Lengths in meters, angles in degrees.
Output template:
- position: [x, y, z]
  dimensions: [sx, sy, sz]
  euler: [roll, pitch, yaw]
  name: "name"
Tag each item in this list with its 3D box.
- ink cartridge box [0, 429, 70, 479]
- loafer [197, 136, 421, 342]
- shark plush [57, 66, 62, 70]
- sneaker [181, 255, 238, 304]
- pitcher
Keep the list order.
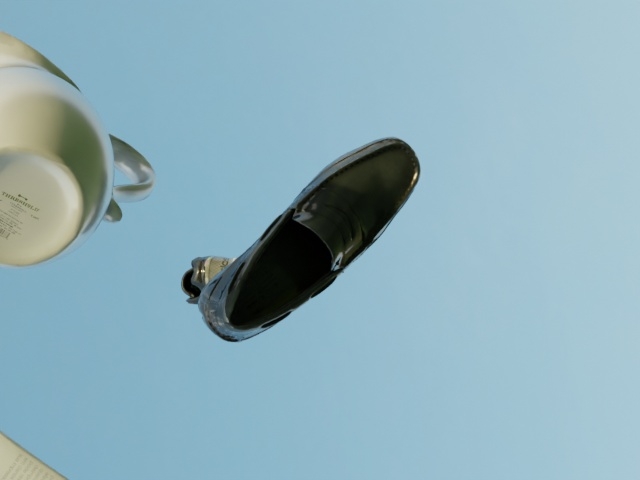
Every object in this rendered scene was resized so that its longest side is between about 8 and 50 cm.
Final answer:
- position: [-0.109, 0.200, 0.807]
  dimensions: [0.224, 0.223, 0.045]
  euler: [33, -105, 2]
  name: "ink cartridge box"
- position: [0.000, 0.000, 1.052]
  dimensions: [0.223, 0.078, 0.076]
  euler: [-42, -78, -13]
  name: "loafer"
- position: [-0.280, -0.113, 1.379]
  dimensions: [0.161, 0.067, 0.073]
  euler: [51, -140, 10]
  name: "shark plush"
- position: [-0.126, 0.053, 1.553]
  dimensions: [0.074, 0.170, 0.063]
  euler: [9, -106, -7]
  name: "sneaker"
- position: [-0.185, -0.053, 0.915]
  dimensions: [0.177, 0.125, 0.207]
  euler: [26, -163, -22]
  name: "pitcher"
